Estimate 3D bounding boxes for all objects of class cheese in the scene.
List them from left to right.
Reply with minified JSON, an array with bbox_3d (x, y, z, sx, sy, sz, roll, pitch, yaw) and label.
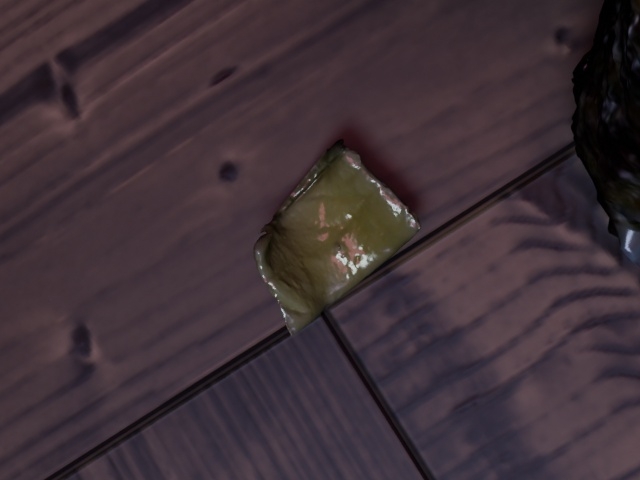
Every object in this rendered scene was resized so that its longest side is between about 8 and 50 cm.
[{"bbox_3d":[-0.001,0.001,0.519,0.084,0.041,0.060,-44,91,-9],"label":"cheese"}]

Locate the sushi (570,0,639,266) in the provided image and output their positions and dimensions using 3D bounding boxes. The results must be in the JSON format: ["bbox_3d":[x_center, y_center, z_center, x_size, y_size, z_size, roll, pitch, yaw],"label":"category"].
[{"bbox_3d":[0.265,-0.033,0.399,0.348,0.207,0.234,16,85,6],"label":"sushi"}]
